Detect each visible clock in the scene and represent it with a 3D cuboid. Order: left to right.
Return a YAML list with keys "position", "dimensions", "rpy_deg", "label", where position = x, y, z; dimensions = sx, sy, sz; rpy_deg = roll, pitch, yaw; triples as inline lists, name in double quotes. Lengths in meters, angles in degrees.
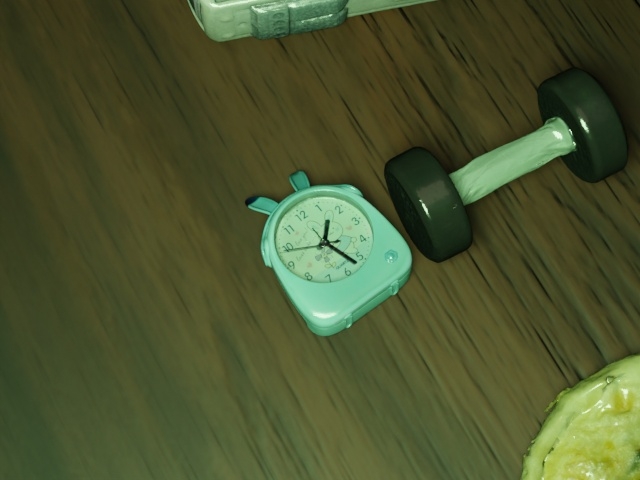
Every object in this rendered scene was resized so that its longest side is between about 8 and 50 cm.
- position: [0.000, 0.000, 1.337]
  dimensions: [0.108, 0.045, 0.147]
  rpy_deg: [-34, 70, -12]
  label: "clock"

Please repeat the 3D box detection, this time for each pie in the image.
- position: [0.289, 0.213, 1.237]
  dimensions: [0.274, 0.055, 0.274]
  rpy_deg: [-1, 68, 2]
  label: "pie"

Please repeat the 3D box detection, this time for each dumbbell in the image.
- position: [0.156, -0.064, 1.328]
  dimensions: [0.191, 0.100, 0.100]
  rpy_deg: [-26, 70, -9]
  label: "dumbbell"

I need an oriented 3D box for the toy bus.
- position: [0.038, -0.271, 1.420]
  dimensions: [0.343, 0.097, 0.138]
  rpy_deg: [-12, 75, -4]
  label: "toy bus"
